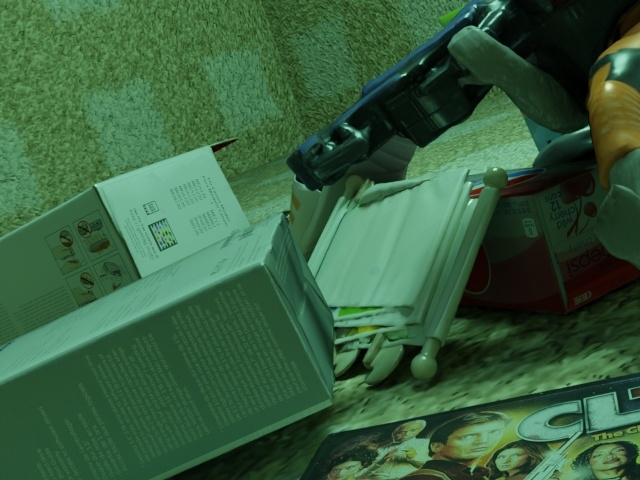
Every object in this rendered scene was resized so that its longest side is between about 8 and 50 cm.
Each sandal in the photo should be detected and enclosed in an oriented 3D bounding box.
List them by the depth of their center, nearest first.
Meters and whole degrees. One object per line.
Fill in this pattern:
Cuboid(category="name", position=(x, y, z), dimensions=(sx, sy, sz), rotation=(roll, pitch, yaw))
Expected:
Cuboid(category="sandal", position=(0.026, -0.058, 0.871), dimensions=(0.102, 0.076, 0.265), rotation=(-11, -36, -26))

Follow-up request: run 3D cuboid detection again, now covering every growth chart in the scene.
Cuboid(category="growth chart", position=(0.040, 0.020, 0.680), dimensions=(0.172, 0.021, 0.237), rotation=(-63, 23, -12))

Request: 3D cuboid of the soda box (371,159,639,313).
Cuboid(category="soda box", position=(0.121, -0.003, 0.728), dimensions=(0.092, 0.083, 0.263), rotation=(-22, 8, -24))

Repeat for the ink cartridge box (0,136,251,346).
Cuboid(category="ink cartridge box", position=(-0.247, 0.012, 1.125), dimensions=(0.310, 0.130, 0.272), rotation=(-23, 4, 34))

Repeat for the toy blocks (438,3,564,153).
Cuboid(category="toy blocks", position=(0.356, -0.212, 1.056), dimensions=(0.382, 0.260, 0.191), rotation=(-23, 9, 21))

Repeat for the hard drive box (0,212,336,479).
Cuboid(category="hard drive box", position=(-0.113, 0.081, 0.588), dimensions=(0.232, 0.089, 0.181), rotation=(-24, 8, 6))

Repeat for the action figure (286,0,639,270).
Cuboid(category="action figure", position=(0.162, -0.079, 0.563), dimensions=(0.341, 0.178, 0.330), rotation=(-36, 27, 11))

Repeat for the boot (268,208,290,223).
Cuboid(category="boot", position=(0.000, 0.000, 1.100), dimensions=(0.219, 0.082, 0.106), rotation=(-30, -17, -5))

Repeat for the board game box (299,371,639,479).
Cuboid(category="board game box", position=(0.097, 0.093, 0.310), dimensions=(0.243, 0.042, 0.165), rotation=(-16, 9, 19))

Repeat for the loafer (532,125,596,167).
Cuboid(category="loafer", position=(0.320, -0.060, 0.737), dimensions=(0.303, 0.095, 0.109), rotation=(-15, -22, -3))
